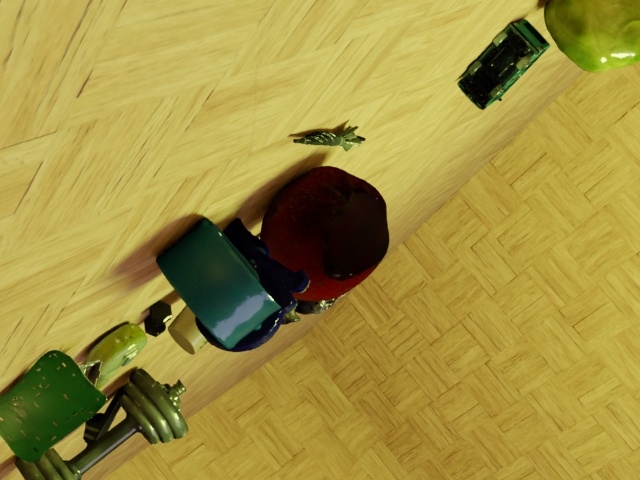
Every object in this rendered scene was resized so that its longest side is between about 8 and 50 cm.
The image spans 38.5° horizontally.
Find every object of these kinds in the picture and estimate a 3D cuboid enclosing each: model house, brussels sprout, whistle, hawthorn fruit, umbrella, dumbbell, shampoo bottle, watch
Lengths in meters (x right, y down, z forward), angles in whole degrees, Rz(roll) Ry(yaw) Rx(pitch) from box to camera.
[{"bbox_3d":[-0.396,0.231,1.357,0.167,0.117,0.088,-42,-172,9],"label":"model house"},{"bbox_3d":[0.511,-0.394,1.643,0.223,0.223,0.161,-35,155,-30],"label":"brussels sprout"},{"bbox_3d":[-0.351,0.205,1.531,0.104,0.057,0.198,-32,168,-41],"label":"whistle"},{"bbox_3d":[0.000,0.000,1.491,0.215,0.215,0.249,-33,168,-39],"label":"hawthorn fruit"},{"bbox_3d":[0.025,-0.150,1.354,0.269,0.044,0.044,-21,130,-68],"label":"umbrella"},{"bbox_3d":[-0.276,0.133,1.554,0.040,0.036,0.083,-35,171,-31],"label":"dumbbell"},{"bbox_3d":[-0.444,0.421,1.875,0.406,0.179,0.179,-37,172,-20],"label":"dumbbell"},{"bbox_3d":[-0.158,0.084,1.608,0.257,0.078,0.127,-46,173,-23],"label":"shampoo bottle"},{"bbox_3d":[-0.138,0.054,1.303,0.171,0.196,0.200,-49,152,-6],"label":"watch"}]

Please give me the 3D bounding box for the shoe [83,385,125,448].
[{"bbox_3d":[-0.482,0.387,2.006,0.179,0.049,0.071,-60,175,8],"label":"shoe"}]

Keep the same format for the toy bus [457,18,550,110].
[{"bbox_3d":[0.336,-0.322,1.681,0.092,0.079,0.160,-31,167,-49],"label":"toy bus"}]

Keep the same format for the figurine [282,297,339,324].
[{"bbox_3d":[-0.030,0.123,2.370,0.222,0.145,0.145,-24,166,-24],"label":"figurine"}]
